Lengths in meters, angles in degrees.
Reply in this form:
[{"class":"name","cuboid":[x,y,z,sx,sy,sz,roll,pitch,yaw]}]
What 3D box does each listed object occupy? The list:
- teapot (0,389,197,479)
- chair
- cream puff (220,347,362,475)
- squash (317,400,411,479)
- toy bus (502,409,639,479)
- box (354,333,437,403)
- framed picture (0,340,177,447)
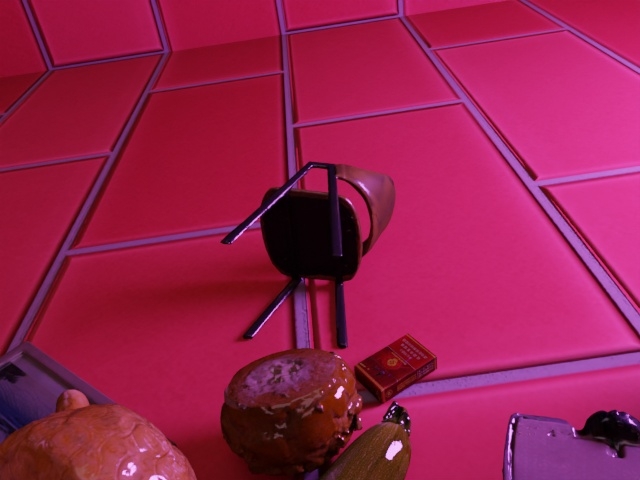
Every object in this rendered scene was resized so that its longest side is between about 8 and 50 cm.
[{"class":"teapot","cuboid":[-0.163,0.246,0.478,0.311,0.203,0.167,48,18,30]},{"class":"chair","cuboid":[0.000,0.000,0.793,0.172,0.159,0.247,4,37,13]},{"class":"cream puff","cuboid":[-0.029,0.173,0.591,0.143,0.103,0.126,-12,20,-5]},{"class":"squash","cuboid":[0.015,0.238,0.516,0.066,0.066,0.252,22,44,37]},{"class":"toy bus","cuboid":[0.295,0.215,0.429,0.316,0.138,0.112,4,30,21]},{"class":"box","cuboid":[0.086,0.145,0.678,0.082,0.023,0.051,-25,36,-23]},{"class":"framed picture","cuboid":[-0.342,0.236,0.642,0.314,0.024,0.232,19,41,33]}]
